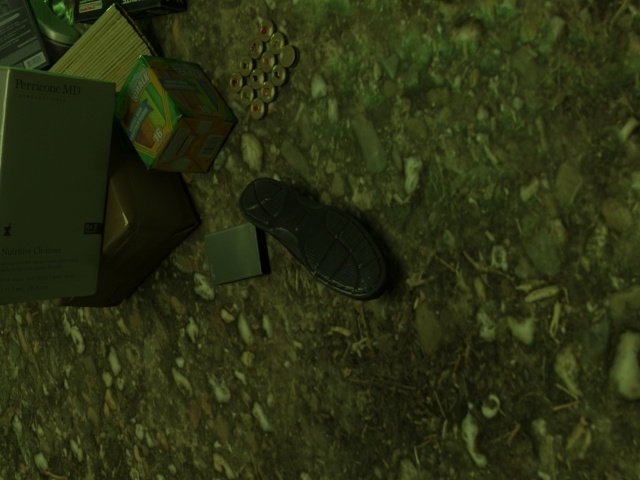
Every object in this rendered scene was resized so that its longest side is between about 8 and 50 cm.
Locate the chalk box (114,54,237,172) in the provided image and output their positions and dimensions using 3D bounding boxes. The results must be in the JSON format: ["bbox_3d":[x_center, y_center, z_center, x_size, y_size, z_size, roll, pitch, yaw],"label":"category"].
[{"bbox_3d":[-0.273,-0.240,1.633,0.213,0.132,0.132,54,124,28],"label":"chalk box"}]

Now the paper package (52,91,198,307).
[{"bbox_3d":[-0.422,-0.084,1.756,0.309,0.168,0.325,-40,64,35],"label":"paper package"}]

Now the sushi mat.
[{"bbox_3d":[-0.440,-0.329,1.817,0.316,0.019,0.151,-28,102,41],"label":"sushi mat"}]

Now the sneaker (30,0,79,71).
[{"bbox_3d":[-0.640,-0.435,1.998,0.282,0.102,0.161,43,122,34],"label":"sneaker"}]

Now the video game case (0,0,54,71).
[{"bbox_3d":[-0.686,-0.439,1.912,0.196,0.026,0.274,-25,77,9],"label":"video game case"}]

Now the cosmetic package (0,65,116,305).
[{"bbox_3d":[-0.493,-0.100,1.568,0.156,0.217,0.385,17,104,40],"label":"cosmetic package"}]

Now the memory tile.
[{"bbox_3d":[-0.098,-0.288,1.548,0.113,0.012,0.148,53,124,28],"label":"memory tile"}]

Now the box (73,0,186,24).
[{"bbox_3d":[-0.369,-0.575,1.757,0.295,0.073,0.294,6,95,44],"label":"box"}]

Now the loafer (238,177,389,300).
[{"bbox_3d":[0.000,0.000,1.430,0.302,0.095,0.109,36,85,32],"label":"loafer"}]

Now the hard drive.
[{"bbox_3d":[-0.146,0.023,1.598,0.135,0.022,0.094,-15,82,43],"label":"hard drive"}]
